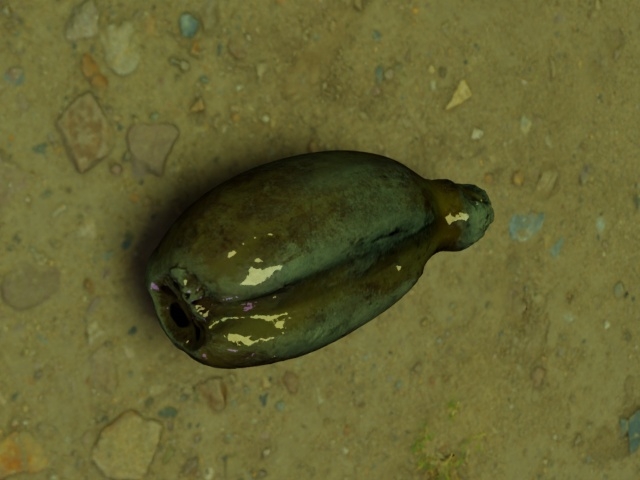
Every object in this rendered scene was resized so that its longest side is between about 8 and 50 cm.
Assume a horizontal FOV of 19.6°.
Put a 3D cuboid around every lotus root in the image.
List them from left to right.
[{"bbox_3d":[0.000,0.000,1.525,0.322,0.140,0.158,-21,126,-36],"label":"lotus root"}]
